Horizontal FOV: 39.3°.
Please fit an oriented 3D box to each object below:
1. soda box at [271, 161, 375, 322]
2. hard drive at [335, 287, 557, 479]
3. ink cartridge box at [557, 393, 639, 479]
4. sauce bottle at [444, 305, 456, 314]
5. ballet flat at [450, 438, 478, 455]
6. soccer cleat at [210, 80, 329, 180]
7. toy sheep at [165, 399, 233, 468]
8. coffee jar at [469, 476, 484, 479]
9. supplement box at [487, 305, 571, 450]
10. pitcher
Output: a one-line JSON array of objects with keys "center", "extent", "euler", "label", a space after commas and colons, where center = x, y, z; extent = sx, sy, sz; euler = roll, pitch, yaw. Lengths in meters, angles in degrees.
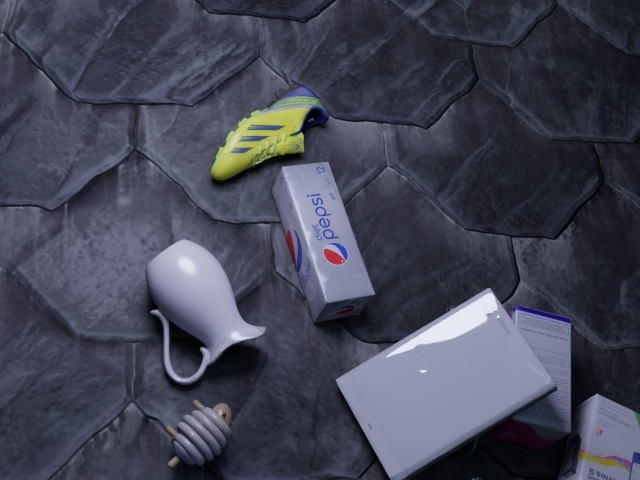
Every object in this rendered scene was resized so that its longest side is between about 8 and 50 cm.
[{"center": [0.000, 0.000, 1.638], "extent": [0.098, 0.091, 0.286], "euler": [-9, 64, -22], "label": "soda box"}, {"center": [0.206, 0.241, 1.498], "extent": [0.308, 0.040, 0.203], "euler": [-31, 64, 1], "label": "hard drive"}, {"center": [0.506, 0.400, 1.560], "extent": [0.154, 0.093, 0.212], "euler": [26, 59, -2], "label": "ink cartridge box"}, {"center": [0.224, 0.177, 1.633], "extent": [0.042, 0.042, 0.128], "euler": [28, 57, 0], "label": "sauce bottle"}, {"center": [0.254, 0.232, 1.559], "extent": [0.096, 0.095, 0.280], "euler": [29, 61, -17], "label": "ballet flat"}, {"center": [-0.093, -0.197, 1.725], "extent": [0.121, 0.093, 0.289], "euler": [44, 59, 2], "label": "soccer cleat"}, {"center": [-0.191, 0.308, 1.410], "extent": [0.091, 0.091, 0.132], "euler": [42, 72, 9], "label": "toy sheep"}, {"center": [0.305, 0.476, 1.462], "extent": [0.184, 0.079, 0.096], "euler": [34, 54, 5], "label": "coffee jar"}, {"center": [0.373, 0.245, 1.597], "extent": [0.114, 0.111, 0.220], "euler": [14, 58, -9], "label": "supplement box"}, {"center": [-0.219, 0.119, 1.497], "extent": [0.178, 0.125, 0.207], "euler": [-36, 87, -15], "label": "pitcher"}]
